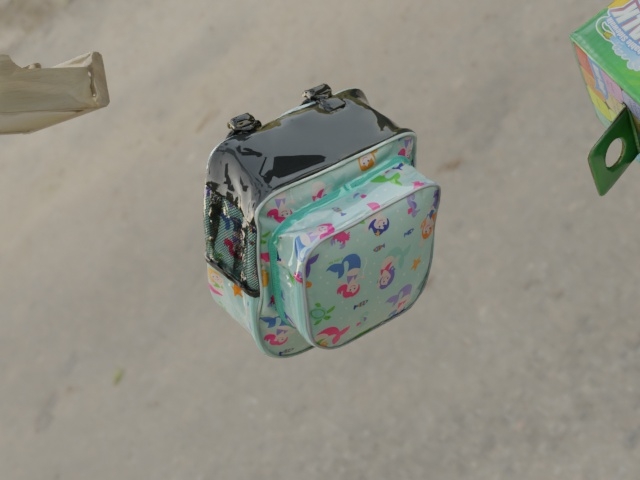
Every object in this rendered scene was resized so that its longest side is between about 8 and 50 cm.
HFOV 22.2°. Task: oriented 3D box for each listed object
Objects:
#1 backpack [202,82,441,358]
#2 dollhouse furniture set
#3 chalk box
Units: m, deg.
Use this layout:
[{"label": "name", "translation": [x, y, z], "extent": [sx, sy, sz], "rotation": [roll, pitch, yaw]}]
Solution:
[{"label": "backpack", "translation": [0.000, 0.000, 1.649], "extent": [0.225, 0.253, 0.191], "rotation": [-27, 56, -29]}, {"label": "dollhouse furniture set", "translation": [-0.429, -0.327, 1.915], "extent": [0.362, 0.256, 0.394], "rotation": [-13, 86, 45]}, {"label": "chalk box", "translation": [0.386, -0.165, 1.702], "extent": [0.289, 0.180, 0.179], "rotation": [-36, 58, -2]}]
